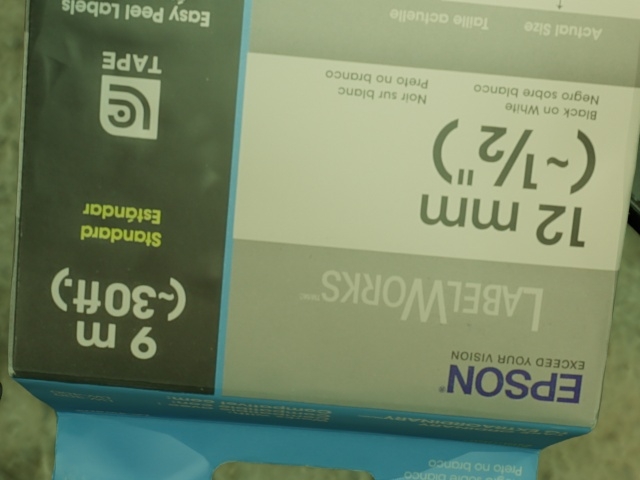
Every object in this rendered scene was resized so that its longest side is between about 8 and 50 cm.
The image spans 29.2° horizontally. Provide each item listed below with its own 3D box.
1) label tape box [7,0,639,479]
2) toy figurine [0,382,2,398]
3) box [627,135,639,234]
[{"bbox_3d":[0.000,0.000,0.542,0.249,0.115,0.348,5,98,-1],"label":"label tape box"},{"bbox_3d":[-0.232,0.121,0.532,0.209,0.148,0.213,-16,93,-9],"label":"toy figurine"},{"bbox_3d":[0.173,-0.122,0.609,0.184,0.045,0.191,44,89,-4],"label":"box"}]
